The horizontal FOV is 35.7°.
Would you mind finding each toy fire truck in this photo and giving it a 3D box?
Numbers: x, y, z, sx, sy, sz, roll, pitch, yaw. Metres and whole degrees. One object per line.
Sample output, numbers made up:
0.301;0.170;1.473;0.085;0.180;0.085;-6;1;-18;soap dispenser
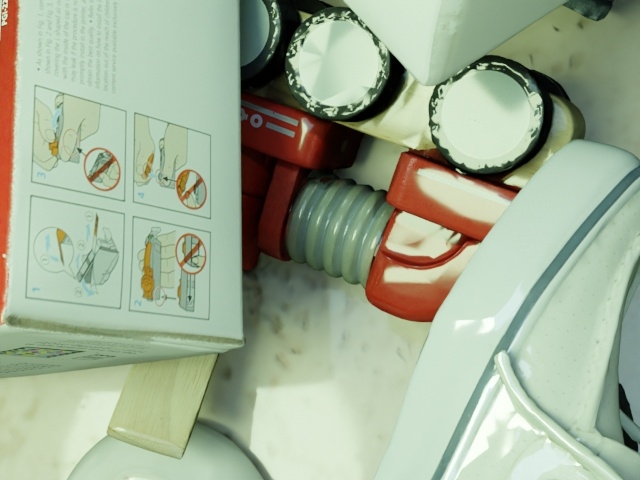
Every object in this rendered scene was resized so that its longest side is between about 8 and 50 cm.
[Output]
0.000;0.000;0.544;0.217;0.158;0.246;22;103;17;toy fire truck

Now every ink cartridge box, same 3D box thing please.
-0.177;-0.087;0.519;0.272;0.130;0.309;-13;73;40;ink cartridge box

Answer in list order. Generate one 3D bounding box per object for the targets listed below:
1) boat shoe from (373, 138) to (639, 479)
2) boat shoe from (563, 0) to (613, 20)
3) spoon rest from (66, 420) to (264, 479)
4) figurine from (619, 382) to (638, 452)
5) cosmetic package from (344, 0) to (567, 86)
0.097;0.136;0.414;0.156;0.136;0.367;22;75;25;boat shoe
0.114;-0.205;0.593;0.183;0.065;0.083;43;122;32;boat shoe
-0.047;0.213;0.540;0.137;0.084;0.276;-46;63;-3;spoon rest
0.215;0.151;0.490;0.215;0.092;0.209;-20;65;6;figurine
0.155;-0.287;0.397;0.453;0.161;0.230;-33;70;-16;cosmetic package
